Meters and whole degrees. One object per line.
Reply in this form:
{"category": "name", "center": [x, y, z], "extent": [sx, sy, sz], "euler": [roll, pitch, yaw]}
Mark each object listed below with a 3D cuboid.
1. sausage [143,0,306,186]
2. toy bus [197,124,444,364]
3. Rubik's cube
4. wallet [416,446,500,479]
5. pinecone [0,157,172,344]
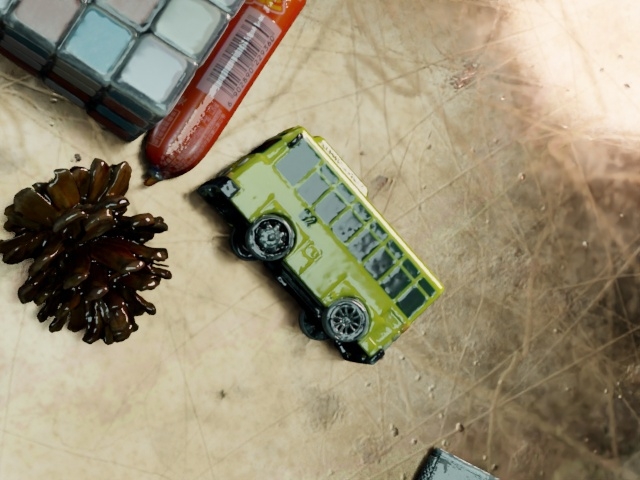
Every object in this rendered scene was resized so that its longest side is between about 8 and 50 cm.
{"category": "sausage", "center": [-0.114, -0.172, 1.927], "extent": [0.074, 0.074, 0.274], "euler": [33, 82, -10]}
{"category": "toy bus", "center": [0.000, 0.000, 1.919], "extent": [0.150, 0.128, 0.262], "euler": [-43, 98, -11]}
{"category": "Rubik's cube", "center": [-0.217, -0.279, 1.813], "extent": [0.253, 0.256, 0.259], "euler": [32, 82, -10]}
{"category": "wallet", "center": [0.139, 0.310, 1.990], "extent": [0.088, 0.026, 0.129], "euler": [27, 83, -7]}
{"category": "pinecone", "center": [-0.245, 0.015, 1.852], "extent": [0.179, 0.150, 0.195], "euler": [-21, 96, -19]}
